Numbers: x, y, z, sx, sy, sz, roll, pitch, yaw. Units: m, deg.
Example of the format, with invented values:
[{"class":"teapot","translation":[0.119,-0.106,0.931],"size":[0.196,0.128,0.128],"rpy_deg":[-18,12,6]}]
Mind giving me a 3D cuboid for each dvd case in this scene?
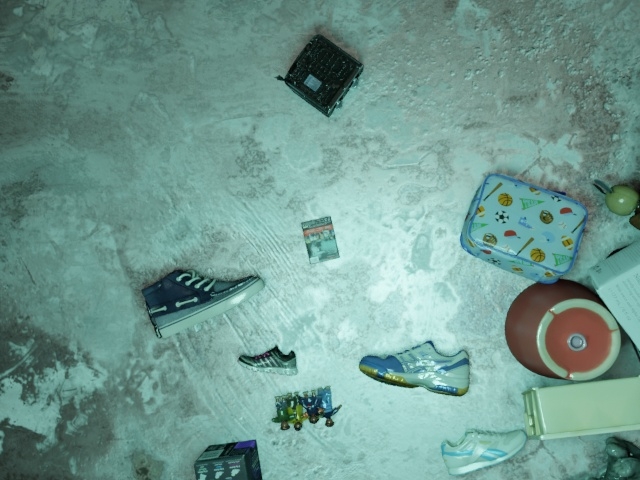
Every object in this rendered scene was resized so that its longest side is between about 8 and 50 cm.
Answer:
[{"class":"dvd case","translation":[0.000,0.000,1.921],"size":[0.087,0.013,0.120],"rpy_deg":[-13,87,7]}]

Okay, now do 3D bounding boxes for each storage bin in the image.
[{"class":"storage bin","translation":[0.648,0.418,1.705],"size":[0.262,0.260,0.123],"rpy_deg":[-9,73,7]}]

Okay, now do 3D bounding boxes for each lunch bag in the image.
[{"class":"lunch bag","translation":[0.534,-0.037,1.793],"size":[0.303,0.115,0.243],"rpy_deg":[21,71,5]}]

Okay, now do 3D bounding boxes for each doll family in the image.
[{"class":"doll family","translation":[-0.037,0.469,1.889],"size":[0.192,0.076,0.112],"rpy_deg":[-11,83,4]}]

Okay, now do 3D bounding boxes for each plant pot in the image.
[{"class":"plant pot","translation":[0.618,0.235,1.729],"size":[0.274,0.243,0.275],"rpy_deg":[0,90,7]}]

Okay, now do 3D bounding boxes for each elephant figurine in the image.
[{"class":"elephant figurine","translation":[0.750,0.642,1.770],"size":[0.169,0.186,0.240],"rpy_deg":[16,105,-36]}]

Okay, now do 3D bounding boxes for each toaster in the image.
[{"class":"toaster","translation":[0.003,-0.448,1.878],"size":[0.185,0.110,0.168],"rpy_deg":[36,93,6]}]

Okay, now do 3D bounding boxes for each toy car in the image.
[{"class":"toy car","translation":[0.794,-0.118,1.768],"size":[0.188,0.155,0.149],"rpy_deg":[27,92,19]}]

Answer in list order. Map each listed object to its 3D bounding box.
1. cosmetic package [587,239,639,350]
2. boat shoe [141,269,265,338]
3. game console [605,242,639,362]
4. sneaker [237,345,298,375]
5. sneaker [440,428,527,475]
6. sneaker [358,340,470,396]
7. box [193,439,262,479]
[{"class":"cosmetic package","translation":[0.856,0.073,1.595],"size":[0.385,0.156,0.217],"rpy_deg":[-36,96,20]},{"class":"boat shoe","translation":[-0.333,0.137,1.899],"size":[0.340,0.127,0.158],"rpy_deg":[-25,94,7]},{"class":"game console","translation":[0.948,0.138,1.740],"size":[0.386,0.060,0.342],"rpy_deg":[-19,70,7]},{"class":"sneaker","translation":[-0.143,0.326,1.910],"size":[0.170,0.063,0.075],"rpy_deg":[7,90,2]},{"class":"sneaker","translation":[0.433,0.543,1.826],"size":[0.228,0.087,0.092],"rpy_deg":[-21,85,4]},{"class":"sneaker","translation":[0.254,0.331,1.854],"size":[0.296,0.112,0.131],"rpy_deg":[10,73,5]},{"class":"box","translation":[-0.235,0.699,1.862],"size":[0.143,0.165,0.271],"rpy_deg":[-10,88,6]}]
